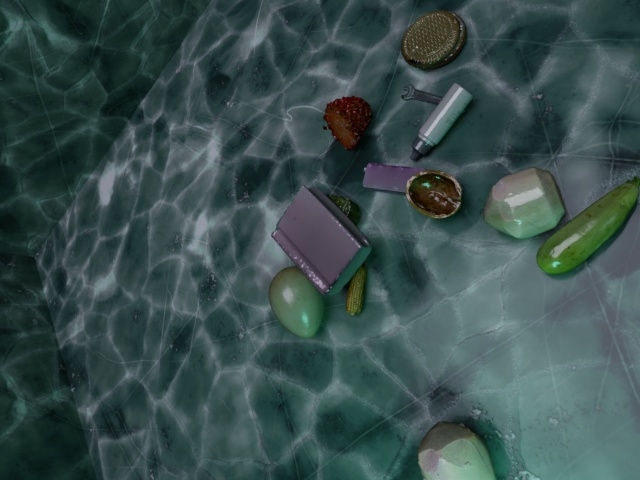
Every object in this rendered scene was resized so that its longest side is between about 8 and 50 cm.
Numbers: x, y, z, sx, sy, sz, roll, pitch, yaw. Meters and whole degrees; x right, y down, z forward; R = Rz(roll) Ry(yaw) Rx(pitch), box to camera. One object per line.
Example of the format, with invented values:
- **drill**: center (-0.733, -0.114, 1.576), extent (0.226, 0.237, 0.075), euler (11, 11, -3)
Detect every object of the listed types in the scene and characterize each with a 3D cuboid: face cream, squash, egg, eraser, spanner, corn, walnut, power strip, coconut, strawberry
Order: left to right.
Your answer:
- **egg**: center (-0.090, 0.248, 1.796), extent (0.218, 0.218, 0.295), euler (-25, 76, 26)
- **eraser**: center (0.000, 0.000, 1.730), extent (0.359, 0.122, 0.272), euler (45, 113, 26)
- **strawberry**: center (0.132, -0.511, 1.896), extent (0.178, 0.234, 0.234), euler (-36, 55, -14)
- **corn**: center (0.141, 0.192, 1.744), extent (0.068, 0.068, 0.207), euler (5, 81, 35)
- **power strip**: center (0.291, -0.242, 1.774), extent (0.279, 0.037, 0.109), euler (13, 85, 35)
- **spanner**: center (0.445, -0.561, 1.768), extent (0.302, 0.017, 0.071), euler (29, 96, 36)
- **walnut**: center (0.418, -0.167, 1.635), extent (0.211, 0.087, 0.167), euler (30, 98, 19)
- **face cream**: center (0.440, -0.432, 1.684), extent (0.092, 0.092, 0.311), euler (48, 113, 33)
- **coconut**: center (0.404, 0.667, 1.350), extent (0.227, 0.227, 0.230), euler (-32, 69, 23)
- **coconut**: center (0.630, -0.115, 1.410), extent (0.234, 0.224, 0.224), euler (-15, 70, 33)
- **squash**: center (0.807, -0.036, 1.331), extent (0.370, 0.118, 0.118), euler (-44, 58, 12)

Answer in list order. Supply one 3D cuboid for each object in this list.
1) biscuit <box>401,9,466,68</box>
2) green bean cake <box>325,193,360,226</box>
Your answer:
- **biscuit**: center (0.449, -0.802, 1.789), extent (0.259, 0.079, 0.259), euler (-9, 73, 32)
- **green bean cake**: center (0.049, -0.077, 1.848), extent (0.200, 0.113, 0.214), euler (16, 89, 37)
